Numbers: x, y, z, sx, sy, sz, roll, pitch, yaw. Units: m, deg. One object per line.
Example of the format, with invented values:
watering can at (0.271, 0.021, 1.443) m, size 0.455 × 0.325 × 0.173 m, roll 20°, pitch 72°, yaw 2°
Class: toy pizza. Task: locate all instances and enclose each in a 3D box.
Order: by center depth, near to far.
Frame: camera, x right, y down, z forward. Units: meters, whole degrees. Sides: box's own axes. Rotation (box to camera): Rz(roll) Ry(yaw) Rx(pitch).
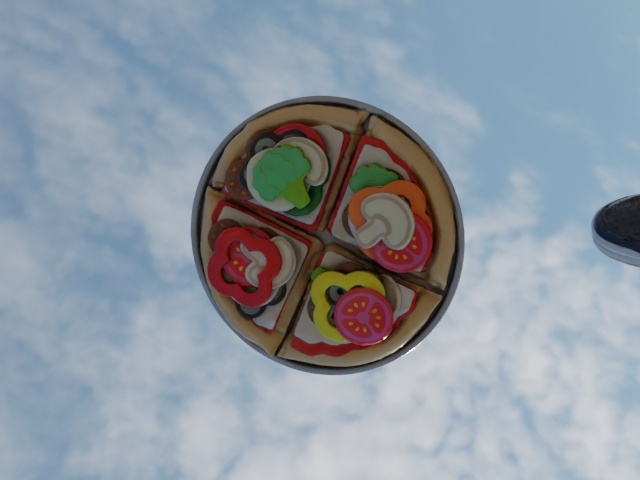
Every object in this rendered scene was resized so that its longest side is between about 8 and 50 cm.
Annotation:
toy pizza at (0.000, 0.000, 0.824) m, size 0.201 × 0.201 × 0.032 m, roll 43°, pitch -161°, yaw 5°

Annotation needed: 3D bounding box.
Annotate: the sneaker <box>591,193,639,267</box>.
sneaker at (0.397, -0.055, 1.138) m, size 0.153 × 0.282 × 0.099 m, roll 64°, pitch -148°, yaw -44°
